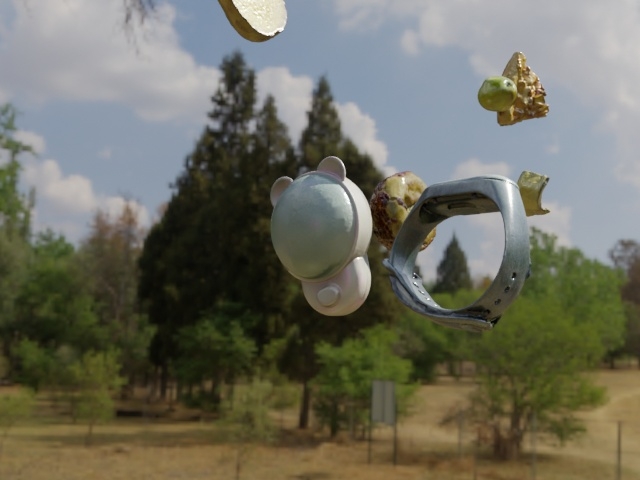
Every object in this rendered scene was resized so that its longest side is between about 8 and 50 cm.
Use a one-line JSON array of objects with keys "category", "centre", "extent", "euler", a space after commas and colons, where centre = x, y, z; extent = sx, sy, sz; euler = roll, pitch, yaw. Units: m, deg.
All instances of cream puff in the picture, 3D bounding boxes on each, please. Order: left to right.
[{"category": "cream puff", "centre": [0.128, -0.043, 1.673], "extent": [0.084, 0.149, 0.149], "euler": [-16, -17, 34]}]

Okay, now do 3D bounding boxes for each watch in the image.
[{"category": "watch", "centre": [0.167, 0.017, 1.266], "extent": [0.068, 0.193, 0.206], "euler": [26, -19, -36]}]

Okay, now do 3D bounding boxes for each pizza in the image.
[{"category": "pizza", "centre": [0.498, -0.347, 2.487], "extent": [0.161, 0.182, 0.062], "euler": [31, -14, -24]}]

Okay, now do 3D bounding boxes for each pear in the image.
[{"category": "pear", "centre": [0.407, -0.337, 2.326], "extent": [0.097, 0.092, 0.092], "euler": [-6, -11, 44]}]

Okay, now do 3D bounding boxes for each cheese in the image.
[{"category": "cheese", "centre": [0.344, -0.066, 1.654], "extent": [0.041, 0.084, 0.060], "euler": [-32, 33, -32]}]

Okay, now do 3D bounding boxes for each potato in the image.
[{"category": "potato", "centre": [-0.151, -0.474, 1.959], "extent": [0.081, 0.200, 0.164], "euler": [-15, 17, 40]}]

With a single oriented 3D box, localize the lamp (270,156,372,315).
[{"category": "lamp", "centre": [-0.002, 0.001, 1.620], "extent": [0.179, 0.246, 0.108], "euler": [-21, -10, 41]}]
